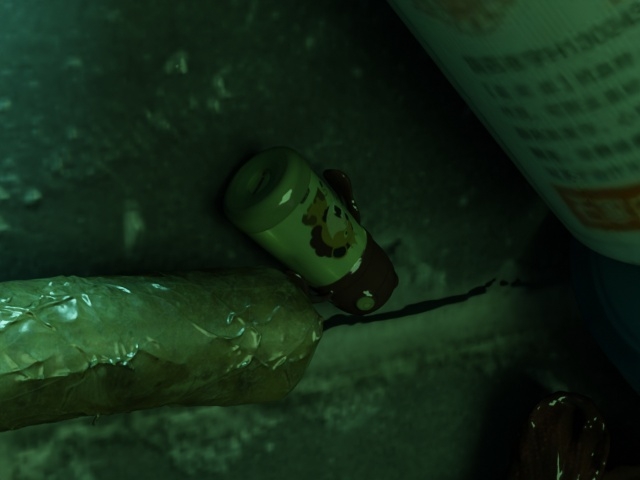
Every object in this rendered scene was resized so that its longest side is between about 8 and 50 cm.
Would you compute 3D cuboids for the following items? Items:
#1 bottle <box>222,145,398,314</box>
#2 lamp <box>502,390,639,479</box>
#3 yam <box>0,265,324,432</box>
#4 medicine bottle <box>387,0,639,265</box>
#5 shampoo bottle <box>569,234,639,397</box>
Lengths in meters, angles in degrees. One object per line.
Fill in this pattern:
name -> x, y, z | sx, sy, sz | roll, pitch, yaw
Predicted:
bottle -> 0.001, -0.001, 0.829 | 0.063, 0.047, 0.101 | -51, 124, -7
lamp -> 0.148, 0.207, 0.914 | 0.223, 0.151, 0.215 | 35, 54, 7
yam -> -0.158, 0.058, 0.708 | 0.357, 0.081, 0.081 | -5, 100, -36
medicine bottle -> 0.111, -0.176, 0.780 | 0.211, 0.211, 0.371 | -52, 122, -18
shampoo bottle -> 0.362, 0.052, 0.923 | 0.342, 0.331, 0.331 | 46, 70, -33
